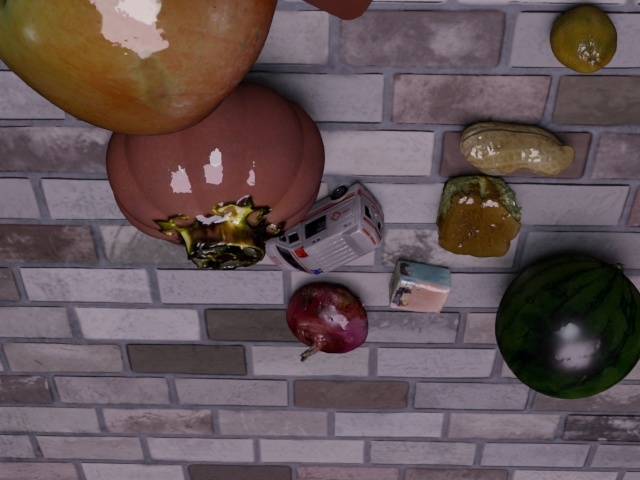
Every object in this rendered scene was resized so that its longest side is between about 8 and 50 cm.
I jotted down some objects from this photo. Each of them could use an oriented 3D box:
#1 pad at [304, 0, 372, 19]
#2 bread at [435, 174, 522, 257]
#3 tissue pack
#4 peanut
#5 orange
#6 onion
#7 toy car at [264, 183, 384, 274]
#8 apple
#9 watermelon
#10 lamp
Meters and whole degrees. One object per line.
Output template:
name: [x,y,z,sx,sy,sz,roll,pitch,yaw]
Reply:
pad: [0.033,-0.407,1.162,0.181,0.004,0.267,21,130,-18]
bread: [0.249,-0.037,1.462,0.127,0.069,0.140,4,134,-4]
tissue pack: [0.169,0.079,1.580,0.094,0.059,0.074,10,131,-8]
peanut: [0.286,-0.130,1.369,0.174,0.080,0.080,7,133,-8]
orange: [0.347,-0.263,1.227,0.085,0.095,0.085,-2,129,-3]
onion: [0.003,0.156,1.602,0.150,0.140,0.150,11,130,14]
toy car: [0.000,0.000,1.476,0.209,0.108,0.089,-25,128,23]
apple: [-0.221,-0.296,1.040,0.305,0.338,0.338,18,132,-30]
watermelon: [0.404,0.136,1.507,0.242,0.242,0.242,1,133,1]
lamp: [-0.141,-0.083,1.285,0.305,0.240,0.305,-5,160,-2]
